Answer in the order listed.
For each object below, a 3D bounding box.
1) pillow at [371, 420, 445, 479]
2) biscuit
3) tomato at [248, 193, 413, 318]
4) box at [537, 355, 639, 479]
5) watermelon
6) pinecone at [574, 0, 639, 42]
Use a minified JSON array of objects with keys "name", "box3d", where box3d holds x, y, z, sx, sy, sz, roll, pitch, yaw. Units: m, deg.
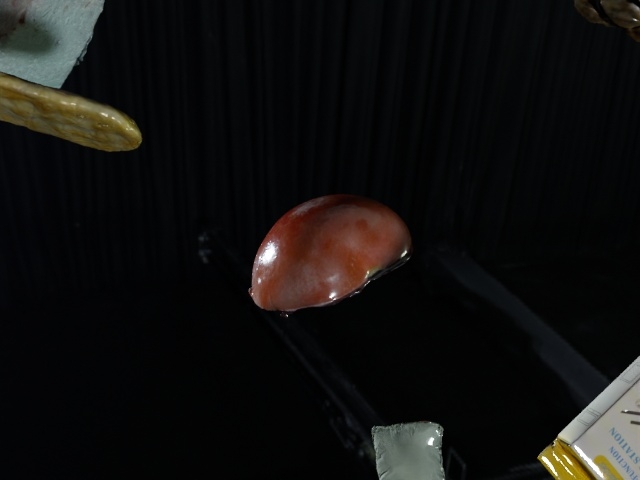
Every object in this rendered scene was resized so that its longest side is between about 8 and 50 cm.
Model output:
[{"name":"pillow","box3d":[0.167,0.430,1.477,0.128,0.229,0.051,-3,-160,14]},{"name":"biscuit","box3d":[-0.319,-0.145,0.899,0.247,0.118,0.029,16,-111,-14]},{"name":"tomato","box3d":[0.000,0.000,1.063,0.228,0.112,0.199,-30,-160,-38]},{"name":"box","box3d":[0.338,0.170,0.779,0.247,0.129,0.033,-42,-170,-6]},{"name":"watermelon","box3d":[-0.435,-0.396,1.252,0.228,0.388,0.258,28,161,-39]},{"name":"pinecone","box3d":[0.346,-0.316,0.799,0.243,0.244,0.257,23,-174,32]}]
